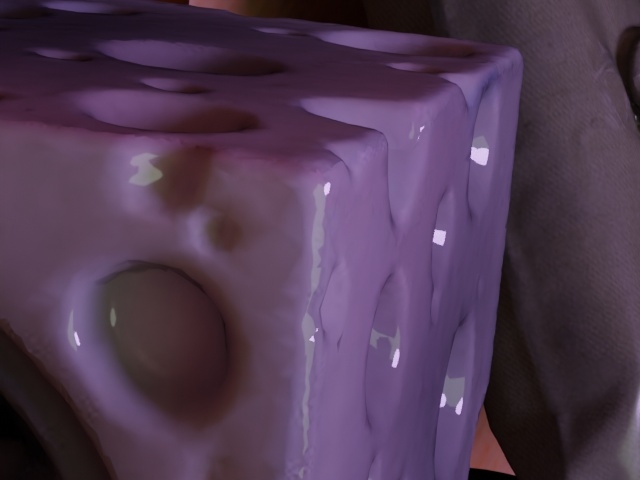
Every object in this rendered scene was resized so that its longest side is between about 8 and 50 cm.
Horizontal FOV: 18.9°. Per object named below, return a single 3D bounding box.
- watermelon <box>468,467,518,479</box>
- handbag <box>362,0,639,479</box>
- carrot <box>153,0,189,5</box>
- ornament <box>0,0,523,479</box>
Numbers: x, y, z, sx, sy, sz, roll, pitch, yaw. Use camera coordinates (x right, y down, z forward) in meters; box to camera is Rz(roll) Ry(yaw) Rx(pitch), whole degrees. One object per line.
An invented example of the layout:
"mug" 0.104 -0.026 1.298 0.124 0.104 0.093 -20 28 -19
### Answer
"watermelon" 0.066 0.177 0.836 0.256 0.260 0.176 21 120 -6
"handbag" 0.127 -0.031 0.810 0.253 0.109 0.316 -6 75 -56
"carrot" -0.099 -0.004 0.722 0.072 0.072 0.205 -1 107 -44
"ornament" -0.087 0.057 0.572 0.240 0.239 0.239 -35 133 -70
